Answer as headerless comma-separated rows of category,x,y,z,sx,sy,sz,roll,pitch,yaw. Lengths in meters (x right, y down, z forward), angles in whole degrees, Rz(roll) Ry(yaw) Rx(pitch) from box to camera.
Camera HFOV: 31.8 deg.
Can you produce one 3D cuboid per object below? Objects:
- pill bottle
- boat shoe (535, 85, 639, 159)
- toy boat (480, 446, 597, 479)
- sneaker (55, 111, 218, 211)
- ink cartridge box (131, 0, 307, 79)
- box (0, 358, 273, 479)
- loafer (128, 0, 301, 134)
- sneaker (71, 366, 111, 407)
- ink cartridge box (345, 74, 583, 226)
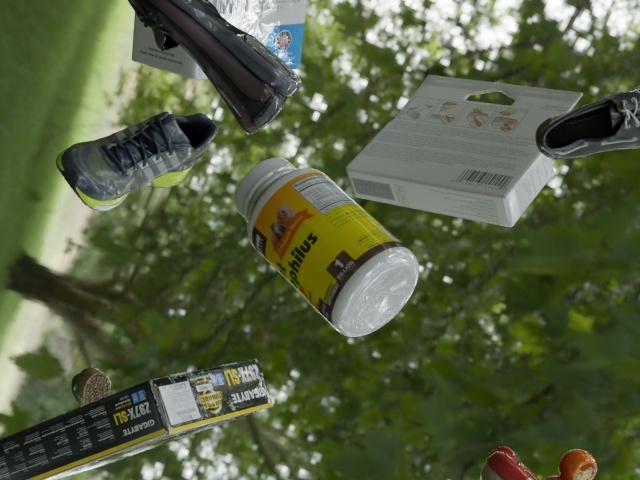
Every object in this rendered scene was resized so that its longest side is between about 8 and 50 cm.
pill bottle,0.000,0.000,1.244,0.215,0.117,0.117,43,-62,32
boat shoe,0.363,-0.142,1.362,0.065,0.206,0.075,-28,103,-73
toy boat,0.373,0.391,1.757,0.151,0.231,0.151,-48,157,2
sneaker,-0.261,-0.131,1.619,0.121,0.111,0.300,-38,177,31
ink cartridge box,-0.158,-0.494,1.935,0.285,0.166,0.395,-16,120,-51
box,-0.264,0.253,1.523,0.322,0.079,0.257,-23,172,25
loafer,-0.163,-0.250,1.376,0.095,0.302,0.109,-53,169,15
sneaker,-0.419,0.268,2.019,0.064,0.086,0.192,-47,155,-21
ink cartridge box,0.230,-0.148,1.770,0.296,0.066,0.261,14,-131,38
